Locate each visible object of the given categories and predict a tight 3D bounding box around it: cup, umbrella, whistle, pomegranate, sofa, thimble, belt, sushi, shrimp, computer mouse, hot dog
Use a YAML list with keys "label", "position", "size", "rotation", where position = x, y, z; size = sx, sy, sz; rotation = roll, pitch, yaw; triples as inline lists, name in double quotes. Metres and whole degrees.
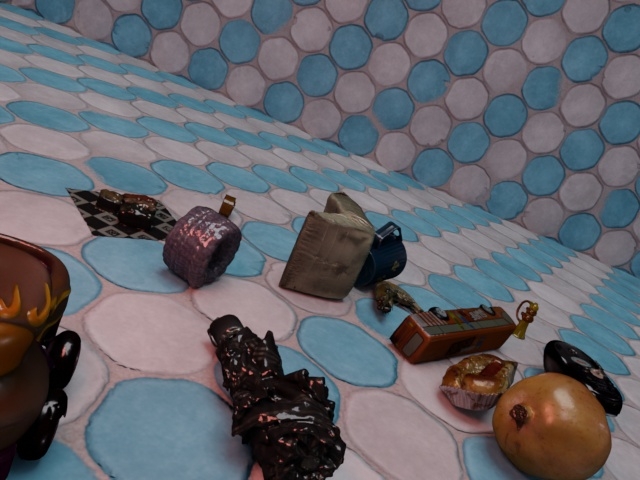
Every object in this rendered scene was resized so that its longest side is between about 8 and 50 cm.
- label: "cup"
  position: [0.141, 0.034, 1.460]
  size: [0.131, 0.177, 0.155]
  rotation: [35, 28, 25]
- label: "umbrella"
  position: [-0.070, 0.207, 0.828]
  size: [0.154, 0.128, 0.337]
  rotation: [13, 19, -23]
- label: "whistle"
  position: [0.571, 0.216, 1.574]
  size: [0.046, 0.109, 0.057]
  rotation: [23, 13, 0]
- label: "pomegranate"
  position: [0.394, 0.324, 0.975]
  size: [0.191, 0.191, 0.191]
  rotation: [21, 19, -8]
- label: "sofa"
  position: [0.000, 0.000, 1.331]
  size: [0.175, 0.210, 0.225]
  rotation: [15, 24, -20]
- label: "thimble"
  position: [-0.231, 0.011, 1.114]
  size: [0.097, 0.150, 0.150]
  rotation: [34, 21, 12]
- label: "belt"
  position: [-0.246, -0.089, 1.494]
  size: [0.036, 0.059, 0.083]
  rotation: [22, 8, -9]
- label: "sushi"
  position: [-0.421, -0.076, 1.268]
  size: [0.231, 0.047, 0.219]
  rotation: [6, 26, -43]
- label: "shrimp"
  position: [0.197, 0.157, 1.384]
  size: [0.150, 0.051, 0.217]
  rotation: [33, 16, 5]
- label: "computer mouse"
  position: [0.600, 0.331, 1.323]
  size: [0.137, 0.096, 0.233]
  rotation: [16, 24, -9]
- label: "hot dog"
  position: [0.327, 0.278, 1.140]
  size: [0.131, 0.069, 0.252]
  rotation: [2, 3, 32]

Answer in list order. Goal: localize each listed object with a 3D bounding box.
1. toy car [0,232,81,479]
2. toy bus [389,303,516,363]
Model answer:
- label: "toy car"
  position: [-0.387, 0.083, 0.597]
  size: [0.271, 0.240, 0.341]
  rotation: [18, 23, -23]
- label: "toy bus"
  position: [0.322, 0.212, 1.317]
  size: [0.408, 0.093, 0.092]
  rotation: [3, 36, -44]
